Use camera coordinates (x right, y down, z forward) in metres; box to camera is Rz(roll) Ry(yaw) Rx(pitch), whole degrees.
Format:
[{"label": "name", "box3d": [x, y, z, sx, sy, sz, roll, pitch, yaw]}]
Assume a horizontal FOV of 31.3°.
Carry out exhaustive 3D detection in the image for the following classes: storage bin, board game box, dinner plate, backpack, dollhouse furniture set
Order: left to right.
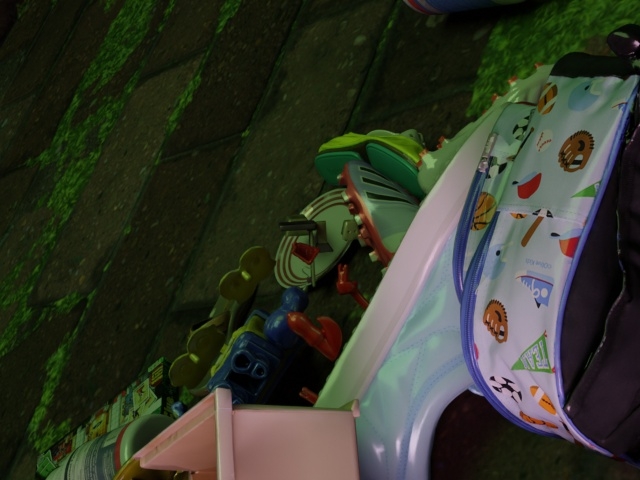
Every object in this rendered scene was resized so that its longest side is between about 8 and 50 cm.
[{"label": "board game box", "box3d": [-0.277, 0.267, 1.449, 0.260, 0.030, 0.136, -39, 35, 23]}, {"label": "storage bin", "box3d": [-0.064, 0.279, 0.915, 0.260, 0.123, 0.262, 138, 131, -57]}, {"label": "dollhouse furniture set", "box3d": [-0.003, 0.014, 1.322, 0.114, 0.091, 0.081, -125, 32, -81]}, {"label": "dinner plate", "box3d": [0.000, 0.000, 1.356, 0.141, 0.017, 0.141, -34, 36, 30]}, {"label": "backpack", "box3d": [0.216, 0.023, 0.816, 0.213, 0.276, 0.263, -2, 63, 59]}]

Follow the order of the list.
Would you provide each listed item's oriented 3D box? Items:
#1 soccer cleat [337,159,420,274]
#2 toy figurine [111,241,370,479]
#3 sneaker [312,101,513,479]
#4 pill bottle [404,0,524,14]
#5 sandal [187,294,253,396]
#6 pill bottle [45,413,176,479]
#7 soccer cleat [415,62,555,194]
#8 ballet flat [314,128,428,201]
[{"label": "soccer cleat", "box3d": [0.090, -0.012, 1.185, 0.095, 0.083, 0.248, -24, 38, -2]}, {"label": "toy figurine", "box3d": [-0.065, 0.174, 1.201, 0.362, 0.191, 0.217, -60, 0, 3]}, {"label": "sneaker", "box3d": [0.126, 0.062, 1.015, 0.366, 0.150, 0.135, -62, -8, 4]}, {"label": "pill bottle", "box3d": [0.192, -0.333, 1.332, 0.221, 0.124, 0.124, 9, 66, 56]}, {"label": "sandal", "box3d": [-0.131, 0.108, 1.391, 0.072, 0.049, 0.180, -17, 46, 45]}, {"label": "pill bottle", "box3d": [-0.232, 0.273, 1.303, 0.180, 0.108, 0.108, -29, 38, 36]}, {"label": "soccer cleat", "box3d": [0.186, -0.106, 1.176, 0.196, 0.076, 0.068, -39, -10, -4]}, {"label": "ballet flat", "box3d": [0.077, -0.096, 1.304, 0.077, 0.077, 0.231, -35, 23, -22]}]
